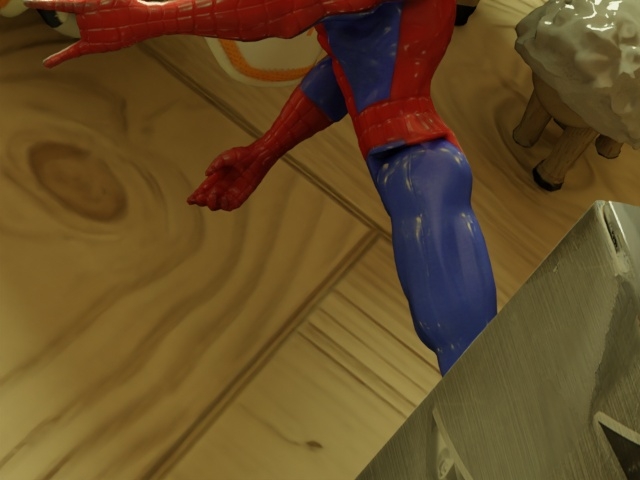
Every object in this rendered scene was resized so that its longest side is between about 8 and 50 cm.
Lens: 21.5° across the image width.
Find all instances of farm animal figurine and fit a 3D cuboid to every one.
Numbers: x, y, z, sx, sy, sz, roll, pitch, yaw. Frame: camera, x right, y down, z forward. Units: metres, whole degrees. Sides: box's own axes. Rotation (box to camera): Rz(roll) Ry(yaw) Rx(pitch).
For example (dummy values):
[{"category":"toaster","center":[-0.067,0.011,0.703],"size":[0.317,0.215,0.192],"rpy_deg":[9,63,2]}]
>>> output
[{"category":"farm animal figurine","center":[0.164,-0.202,0.835],"size":[0.327,0.172,0.330],"rpy_deg":[-12,58,-40]}]

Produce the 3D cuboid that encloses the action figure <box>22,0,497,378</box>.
[{"category":"action figure","center":[0.000,0.000,0.540],"size":[0.139,0.091,0.280],"rpy_deg":[-12,90,3]}]

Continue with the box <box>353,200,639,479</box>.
[{"category":"box","center":[0.047,0.133,0.392],"size":[0.056,0.231,0.183],"rpy_deg":[11,46,-27]}]

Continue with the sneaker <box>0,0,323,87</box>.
[{"category":"sneaker","center":[-0.117,-0.158,0.662],"size":[0.321,0.127,0.126],"rpy_deg":[28,28,32]}]
